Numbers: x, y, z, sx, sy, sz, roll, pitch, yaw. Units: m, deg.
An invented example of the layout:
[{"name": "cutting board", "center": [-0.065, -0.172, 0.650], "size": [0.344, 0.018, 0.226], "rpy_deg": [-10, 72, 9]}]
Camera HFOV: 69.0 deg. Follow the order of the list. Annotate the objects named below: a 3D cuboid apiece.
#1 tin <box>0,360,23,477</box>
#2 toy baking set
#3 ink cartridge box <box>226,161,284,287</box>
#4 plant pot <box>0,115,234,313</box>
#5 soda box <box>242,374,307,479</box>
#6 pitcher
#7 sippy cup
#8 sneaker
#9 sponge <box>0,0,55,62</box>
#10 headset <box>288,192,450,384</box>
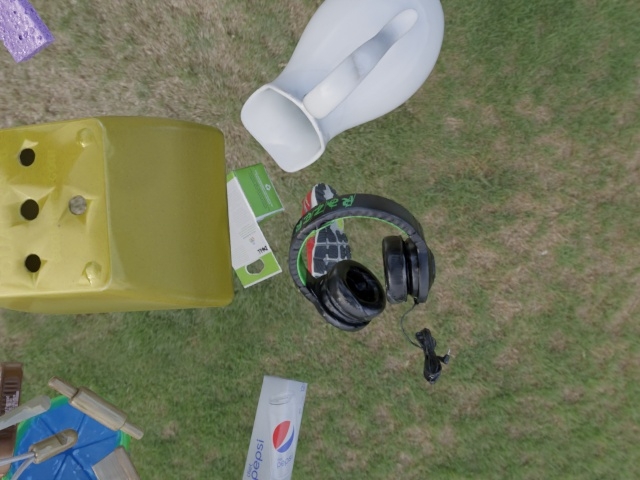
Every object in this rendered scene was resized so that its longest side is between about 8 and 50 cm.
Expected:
[{"name": "tin", "center": [-0.533, 0.298, 0.786], "size": [0.040, 0.190, 0.106], "rpy_deg": [13, 140, -38]}, {"name": "toy baking set", "center": [-0.350, 0.284, 0.613], "size": [0.030, 0.197, 0.256], "rpy_deg": [-27, 115, 30]}, {"name": "ink cartridge box", "center": [-0.170, -0.032, 1.147], "size": [0.097, 0.188, 0.255], "rpy_deg": [-27, 91, -43]}, {"name": "plant pot", "center": [-0.225, -0.023, 0.475], "size": [0.212, 0.187, 0.212], "rpy_deg": [-4, 88, 8]}, {"name": "soda box", "center": [-0.122, 0.523, 1.274], "size": [0.091, 0.098, 0.286], "rpy_deg": [31, 64, -49]}, {"name": "pitcher", "center": [0.038, -0.169, 0.435], "size": [0.207, 0.177, 0.125], "rpy_deg": [-46, 108, -17]}, {"name": "sippy cup", "center": [-0.521, 0.479, 1.015], "size": [0.240, 0.306, 0.224], "rpy_deg": [-7, 146, -15]}, {"name": "sneaker", "center": [0.000, 0.000, 1.138], "size": [0.107, 0.118, 0.279], "rpy_deg": [15, 61, -30]}, {"name": "sponge", "center": [-0.679, -0.505, 0.999], "size": [0.117, 0.031, 0.210], "rpy_deg": [-15, 115, 29]}, {"name": "headset", "center": [0.108, 0.096, 0.842], "size": [0.243, 0.185, 0.394], "rpy_deg": [-28, 124, 23]}]
